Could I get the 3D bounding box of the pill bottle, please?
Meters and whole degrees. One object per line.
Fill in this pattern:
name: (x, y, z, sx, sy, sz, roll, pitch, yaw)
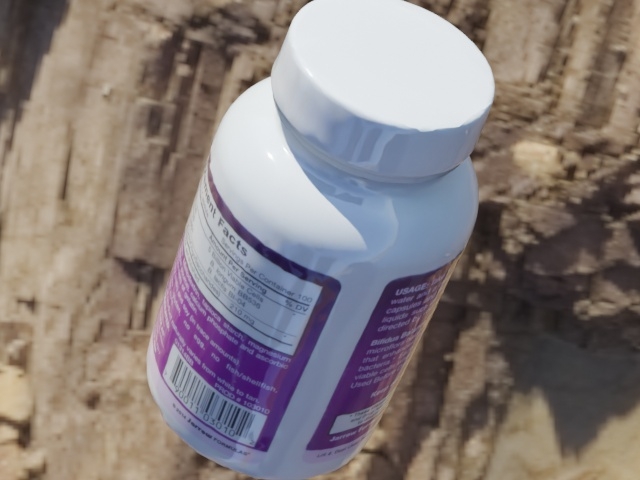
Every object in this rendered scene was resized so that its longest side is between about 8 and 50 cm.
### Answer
pill bottle: (0.000, 0.000, 0.985, 0.169, 0.169, 0.301, 52, 139, 30)
